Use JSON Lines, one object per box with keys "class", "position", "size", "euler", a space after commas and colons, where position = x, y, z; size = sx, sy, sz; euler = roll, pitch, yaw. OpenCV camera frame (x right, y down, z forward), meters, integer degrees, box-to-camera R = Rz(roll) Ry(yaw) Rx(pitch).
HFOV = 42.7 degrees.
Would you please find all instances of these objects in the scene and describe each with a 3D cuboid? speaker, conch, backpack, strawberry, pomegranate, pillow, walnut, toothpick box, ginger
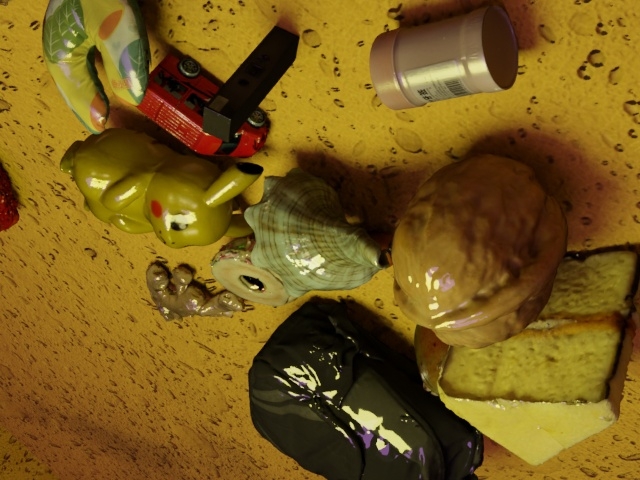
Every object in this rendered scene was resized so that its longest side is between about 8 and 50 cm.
{"class": "speaker", "position": [-0.088, -0.207, 1.062], "size": [0.040, 0.191, 0.046], "euler": [26, 142, 8]}
{"class": "conch", "position": [-0.009, 0.010, 1.212], "size": [0.203, 0.169, 0.386], "euler": [32, -168, -30]}
{"class": "backpack", "position": [0.087, 0.325, 1.507], "size": [0.446, 0.255, 0.363], "euler": [33, 145, 22]}
{"class": "strawberry", "position": [-0.712, -0.083, 1.670], "size": [0.201, 0.187, 0.184], "euler": [44, 180, -41]}
{"class": "pomegranate", "position": [0.224, 0.185, 1.310], "size": [0.180, 0.180, 0.209], "euler": [32, 141, 0]}
{"class": "pillow", "position": [-0.326, -0.279, 1.196], "size": [0.233, 0.086, 0.214], "euler": [-18, 95, 45]}
{"class": "walnut", "position": [0.199, 0.017, 1.064], "size": [0.257, 0.257, 0.224], "euler": [-7, 129, 40]}
{"class": "toothpick box", "position": [0.145, -0.213, 0.966], "size": [0.149, 0.098, 0.098], "euler": [-4, 131, 38]}
{"class": "ginger", "position": [-0.267, 0.107, 1.662], "size": [0.259, 0.065, 0.149], "euler": [-2, 130, 40]}

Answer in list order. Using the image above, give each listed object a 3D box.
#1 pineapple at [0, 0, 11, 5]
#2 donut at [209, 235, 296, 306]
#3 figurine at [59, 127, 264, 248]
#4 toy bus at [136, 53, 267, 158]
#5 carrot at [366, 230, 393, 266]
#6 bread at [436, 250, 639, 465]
{"class": "pineapple", "position": [-0.396, -0.403, 1.095], "size": [0.279, 0.158, 0.158], "euler": [-2, 132, 31]}
{"class": "donut", "position": [-0.110, 0.054, 1.468], "size": [0.175, 0.068, 0.174], "euler": [17, 149, 10]}
{"class": "figurine", "position": [-0.253, -0.078, 1.355], "size": [0.327, 0.169, 0.218], "euler": [23, 158, 15]}
{"class": "toy bus", "position": [-0.176, -0.188, 1.231], "size": [0.195, 0.089, 0.081], "euler": [36, 144, -7]}
{"class": "carrot", "position": [0.034, 0.016, 1.340], "size": [0.225, 0.067, 0.067], "euler": [2, 134, 37]}
{"class": "bread", "position": [0.305, 0.125, 1.105], "size": [0.198, 0.263, 0.236], "euler": [31, 146, -7]}
